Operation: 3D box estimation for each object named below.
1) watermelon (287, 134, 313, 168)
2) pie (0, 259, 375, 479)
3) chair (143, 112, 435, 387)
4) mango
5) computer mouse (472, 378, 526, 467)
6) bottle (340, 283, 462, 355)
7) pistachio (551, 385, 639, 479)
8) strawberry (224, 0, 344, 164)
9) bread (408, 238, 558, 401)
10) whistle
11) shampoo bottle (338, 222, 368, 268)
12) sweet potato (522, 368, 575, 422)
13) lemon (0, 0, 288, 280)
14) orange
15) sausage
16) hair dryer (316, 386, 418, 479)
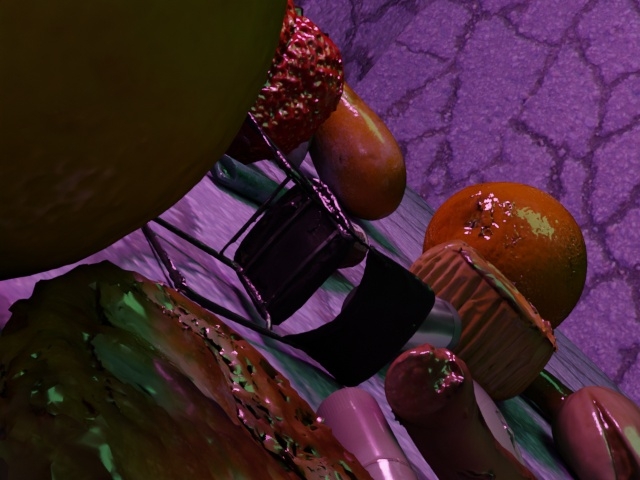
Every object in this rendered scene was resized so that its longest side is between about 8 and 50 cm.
[{"bbox_3d":[-0.094,-0.253,1.888,0.176,0.256,0.260,-3,18,5],"label":"watermelon"},{"bbox_3d":[-0.049,0.120,0.492,0.308,0.085,0.308,44,6,-6],"label":"pie"},{"bbox_3d":[-0.021,0.014,0.946,0.221,0.140,0.145,36,11,-36],"label":"chair"},{"bbox_3d":[0.048,-0.183,1.951,0.316,0.146,0.193,61,-22,-5],"label":"mango"},{"bbox_3d":[0.160,0.186,1.131,0.181,0.056,0.089,45,15,23],"label":"computer mouse"},{"bbox_3d":[0.095,0.096,1.235,0.096,0.079,0.254,3,-6,24],"label":"bottle"},{"bbox_3d":[0.386,0.276,1.433,0.136,0.136,0.226,38,16,-16],"label":"pistachio"},{"bbox_3d":[-0.094,-0.219,1.498,0.250,0.238,0.288,30,41,-25],"label":"strawberry"},{"bbox_3d":[0.215,0.108,1.459,0.227,0.142,0.253,41,6,11],"label":"bread"},{"bbox_3d":[-0.085,-0.071,1.396,0.039,0.039,0.186,47,12,32],"label":"whistle"},{"bbox_3d":[0.000,0.002,1.316,0.068,0.067,0.236,24,5,20],"label":"shampoo bottle"},{"bbox_3d":[0.353,0.242,1.637,0.233,0.062,0.081,39,10,7],"label":"sweet potato"},{"bbox_3d":[-0.171,-0.140,0.495,0.348,0.348,0.348,40,9,-8],"label":"lemon"},{"bbox_3d":[0.292,0.035,1.702,0.274,0.274,0.274,40,9,-8],"label":"orange"},{"bbox_3d":[0.119,0.169,0.866,0.078,0.078,0.304,49,-4,41],"label":"sausage"},{"bbox_3d":[0.100,0.214,0.755,0.220,0.053,0.195,38,9,-23],"label":"hair dryer"}]
